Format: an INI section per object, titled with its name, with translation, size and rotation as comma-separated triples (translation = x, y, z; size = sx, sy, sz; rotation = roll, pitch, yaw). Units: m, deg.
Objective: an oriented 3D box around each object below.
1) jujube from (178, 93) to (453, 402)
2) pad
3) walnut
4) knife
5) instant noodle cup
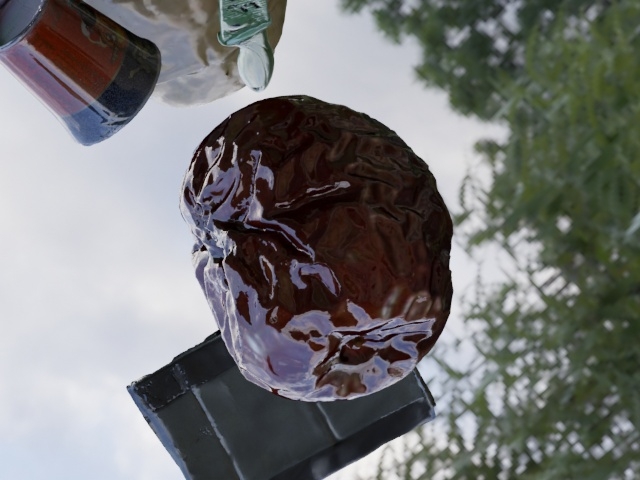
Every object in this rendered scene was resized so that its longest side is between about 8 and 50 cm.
[jujube]
translation = 0.000, 0.000, 1.046
size = 0.213, 0.213, 0.232
rotation = 13, -143, -43
[pad]
translation = -0.030, 0.141, 1.215
size = 0.174, 0.233, 0.022
rotation = 60, 177, -12
[walnut]
translation = -0.200, -0.333, 1.574
size = 0.381, 0.381, 0.381
rotation = 32, -151, -20
[knife]
translation = -0.057, -0.156, 1.038
size = 0.293, 0.043, 0.020
rotation = 97, 157, -79
[instant noodle cup]
translation = -0.238, -0.176, 1.283
size = 0.135, 0.127, 0.127
rotation = 40, -157, -41
